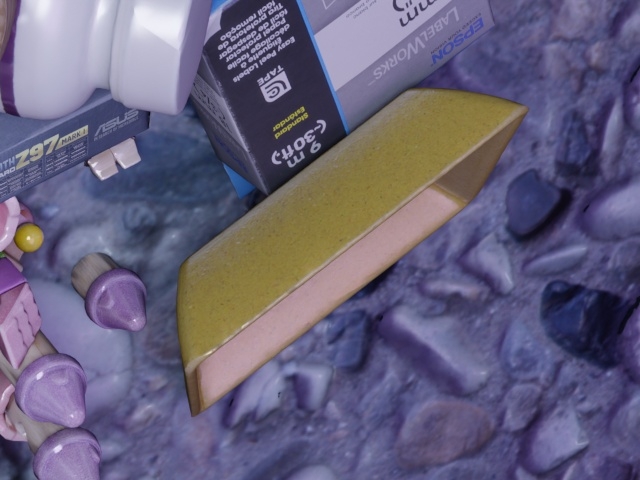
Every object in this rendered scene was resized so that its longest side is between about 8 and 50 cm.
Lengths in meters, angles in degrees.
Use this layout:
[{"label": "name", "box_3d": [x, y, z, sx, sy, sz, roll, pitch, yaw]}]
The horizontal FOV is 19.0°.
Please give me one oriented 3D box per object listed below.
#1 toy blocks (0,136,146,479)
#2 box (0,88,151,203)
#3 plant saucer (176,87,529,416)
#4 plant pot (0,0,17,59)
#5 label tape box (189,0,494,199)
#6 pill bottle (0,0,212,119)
[{"label": "toy blocks", "box_3d": [-0.224, 0.048, 1.431, 0.309, 0.260, 0.288, -27, 129, -18]}, {"label": "box", "box_3d": [-0.262, -0.103, 1.338, 0.233, 0.183, 0.059, -29, 149, -27]}, {"label": "plant saucer", "box_3d": [0.000, 0.000, 1.589, 0.333, 0.081, 0.333, -38, 172, -10]}, {"label": "plant pot", "box_3d": [-0.251, -0.132, 1.048, 0.237, 0.110, 0.237, -22, 126, -34]}, {"label": "label tape box", "box_3d": [0.012, -0.163, 1.511, 0.241, 0.106, 0.333, -38, 147, -10]}, {"label": "pill bottle", "box_3d": [-0.226, -0.173, 1.249, 0.302, 0.169, 0.169, 12, 115, 1]}]
